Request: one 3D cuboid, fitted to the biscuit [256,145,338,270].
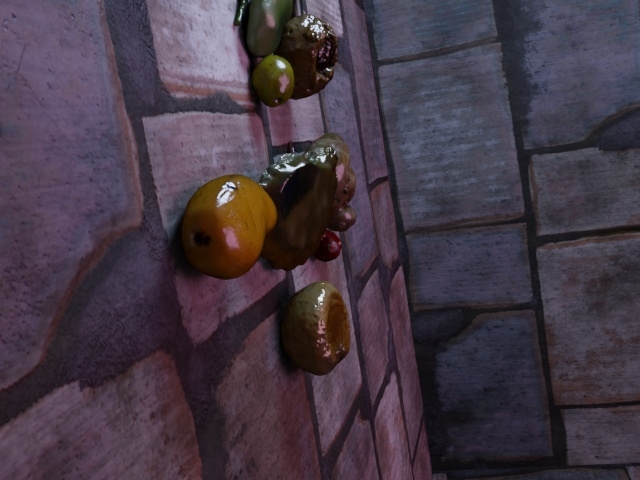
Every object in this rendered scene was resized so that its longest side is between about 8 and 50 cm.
[{"bbox_3d":[-0.051,-0.101,1.653,0.335,0.078,0.329,-62,147,-22],"label":"biscuit"}]

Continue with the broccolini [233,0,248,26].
[{"bbox_3d":[-0.187,-0.557,1.682,0.035,0.030,0.139,31,52,-26],"label":"broccolini"}]

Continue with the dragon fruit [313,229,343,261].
[{"bbox_3d":[0.000,0.000,2.028,0.190,0.094,0.094,49,35,-50],"label":"dragon fruit"}]

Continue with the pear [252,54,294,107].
[{"bbox_3d":[-0.114,-0.387,1.731,0.107,0.107,0.131,46,34,-67],"label":"pear"}]

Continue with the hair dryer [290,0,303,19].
[{"bbox_3d":[-0.102,-0.696,2.019,0.320,0.156,0.284,85,-13,-52],"label":"hair dryer"}]

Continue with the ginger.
[{"bbox_3d":[0.032,-0.165,2.073,0.304,0.155,0.244,59,26,-56],"label":"ginger"}]

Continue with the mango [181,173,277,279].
[{"bbox_3d":[-0.168,-0.029,1.315,0.295,0.120,0.177,-60,133,-69],"label":"mango"}]

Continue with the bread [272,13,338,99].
[{"bbox_3d":[-0.034,-0.487,1.910,0.230,0.123,0.229,-48,151,-39],"label":"bread"}]

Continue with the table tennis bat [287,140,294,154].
[{"bbox_3d":[-0.068,-0.103,1.828,0.173,0.023,0.300,119,-33,-78],"label":"table tennis bat"}]

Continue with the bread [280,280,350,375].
[{"bbox_3d":[-0.014,0.221,1.761,0.244,0.134,0.244,-4,90,-74],"label":"bread"}]

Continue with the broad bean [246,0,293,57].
[{"bbox_3d":[-0.127,-0.547,1.750,0.169,0.100,0.227,86,10,-66],"label":"broad bean"}]
